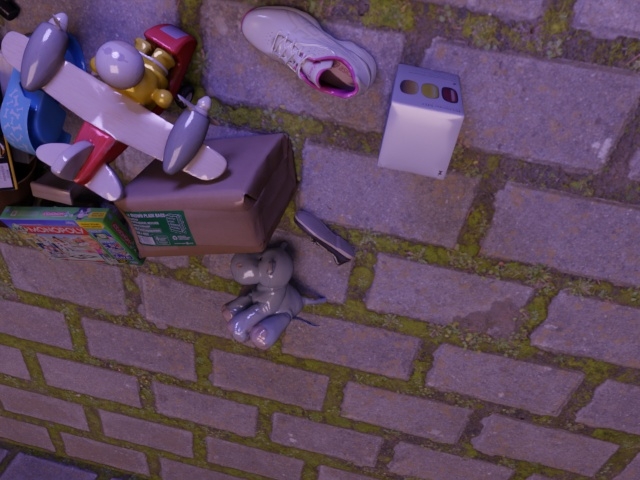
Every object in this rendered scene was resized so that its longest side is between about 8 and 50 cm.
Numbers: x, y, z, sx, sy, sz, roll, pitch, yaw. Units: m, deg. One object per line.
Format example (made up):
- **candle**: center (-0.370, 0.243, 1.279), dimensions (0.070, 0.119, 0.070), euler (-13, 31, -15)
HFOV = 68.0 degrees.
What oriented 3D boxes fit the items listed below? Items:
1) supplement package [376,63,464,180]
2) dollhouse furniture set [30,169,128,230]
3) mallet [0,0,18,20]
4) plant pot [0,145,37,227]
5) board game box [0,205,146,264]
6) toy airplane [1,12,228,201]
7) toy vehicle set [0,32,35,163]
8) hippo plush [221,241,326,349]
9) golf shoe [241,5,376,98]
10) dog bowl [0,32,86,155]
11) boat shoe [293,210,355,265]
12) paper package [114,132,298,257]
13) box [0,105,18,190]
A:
- **supplement package**: center (0.202, -0.247, 0.960), dimensions (0.138, 0.244, 0.134), euler (12, 127, 4)
- **dollhouse furniture set**: center (-0.687, -0.085, 1.331), dimensions (0.211, 0.161, 0.242), euler (13, 127, 3)
- **mallet**: center (-0.676, -0.575, 1.062), dimensions (0.189, 0.039, 0.062), euler (-31, 112, 25)
- **plant pot**: center (-0.899, -0.147, 1.329), dimensions (0.215, 0.216, 0.230), euler (23, 141, -4)
- **board game box**: center (-0.669, -0.012, 1.303), dimensions (0.316, 0.046, 0.214), euler (2, 148, 14)
- **toy airplane**: center (-0.409, -0.278, 0.953), dimensions (0.385, 0.385, 0.272), euler (-11, 165, -19)
- **toy vehicle set**: center (-0.706, -0.343, 1.148), dimensions (0.035, 0.166, 0.267), euler (9, 128, -11)
- **hippo plush**: center (-0.149, 0.145, 1.326), dimensions (0.293, 0.234, 0.237), euler (5, 126, 10)
- **golf shoe**: center (-0.029, -0.388, 0.980), dimensions (0.306, 0.140, 0.115), euler (23, 128, -2)
- **dog bowl**: center (-0.625, -0.330, 1.074), dimensions (0.073, 0.298, 0.166), euler (8, 167, 2)
- **boat shoe**: center (0.000, 0.000, 1.289), dimensions (0.206, 0.075, 0.065), euler (36, 122, -19)
- **paper package**: center (-0.252, -0.111, 1.120), dimensions (0.324, 0.310, 0.168), euler (-1, 124, 16)
- **box**: center (-0.795, -0.309, 1.121), dimensions (0.079, 0.322, 0.257), euler (-13, 134, -29)
